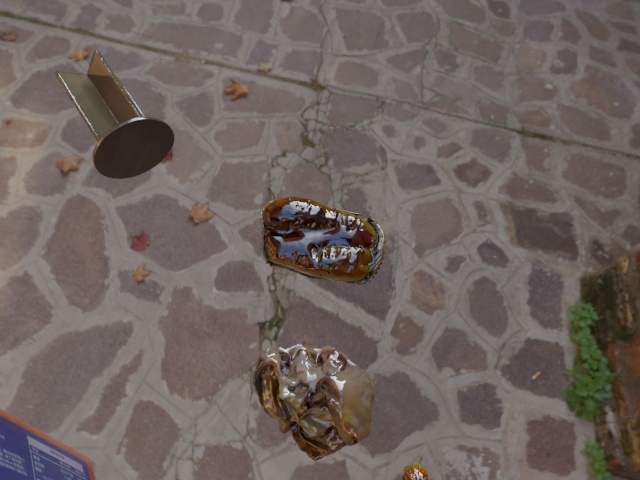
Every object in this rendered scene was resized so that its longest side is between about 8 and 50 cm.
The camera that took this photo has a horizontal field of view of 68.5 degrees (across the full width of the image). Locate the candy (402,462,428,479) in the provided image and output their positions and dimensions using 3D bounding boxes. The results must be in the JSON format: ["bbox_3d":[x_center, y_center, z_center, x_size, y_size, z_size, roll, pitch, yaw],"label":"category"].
[{"bbox_3d":[0.245,0.563,1.057,0.061,0.201,0.060,0,89,-14],"label":"candy"}]

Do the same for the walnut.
[{"bbox_3d":[0.003,0.276,0.833,0.238,0.204,0.141,10,31,40],"label":"walnut"}]

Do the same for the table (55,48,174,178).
[{"bbox_3d":[-0.432,-0.266,0.969,0.167,0.167,0.226,-29,73,-23],"label":"table"}]

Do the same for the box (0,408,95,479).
[{"bbox_3d":[-0.480,0.378,0.536,0.319,0.348,0.257,-34,46,-11],"label":"box"}]

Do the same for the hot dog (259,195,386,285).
[{"bbox_3d":[0.000,0.000,0.974,0.271,0.082,0.162,14,82,-2],"label":"hot dog"}]
